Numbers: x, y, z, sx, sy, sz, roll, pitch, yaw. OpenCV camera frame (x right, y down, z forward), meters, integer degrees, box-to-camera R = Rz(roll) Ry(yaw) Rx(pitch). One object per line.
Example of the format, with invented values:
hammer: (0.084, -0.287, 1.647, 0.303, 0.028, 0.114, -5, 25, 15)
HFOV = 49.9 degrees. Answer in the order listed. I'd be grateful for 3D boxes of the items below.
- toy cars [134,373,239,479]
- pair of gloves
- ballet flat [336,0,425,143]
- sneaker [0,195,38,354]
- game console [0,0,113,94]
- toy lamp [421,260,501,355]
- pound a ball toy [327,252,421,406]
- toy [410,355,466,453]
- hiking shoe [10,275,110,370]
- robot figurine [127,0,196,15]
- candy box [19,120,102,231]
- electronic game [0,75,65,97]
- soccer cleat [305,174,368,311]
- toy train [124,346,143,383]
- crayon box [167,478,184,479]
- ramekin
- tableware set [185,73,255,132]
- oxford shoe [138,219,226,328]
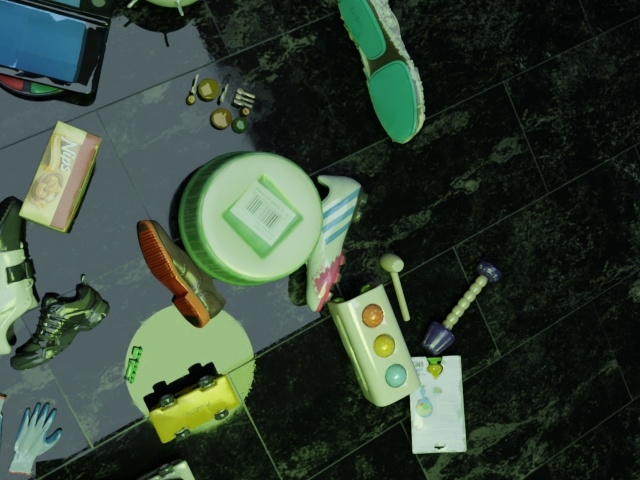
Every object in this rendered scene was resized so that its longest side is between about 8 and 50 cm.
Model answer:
toy cars: (-0.329, 0.461, 1.533, 0.177, 0.087, 0.393, 26, 85, -17)
pair of gloves: (-0.655, 0.409, 1.449, 0.198, 0.023, 0.159, 20, 84, -17)
ballet flat: (0.175, -0.447, 1.683, 0.147, 0.147, 0.408, -24, 99, -18)
sneaker: (-0.647, 0.077, 1.414, 0.146, 0.122, 0.330, 20, 82, -36)
game console: (-0.568, -0.463, 1.357, 0.293, 0.250, 0.173, 10, 52, -19)
toy lamp: (0.358, 0.175, 1.771, 0.080, 0.080, 0.274, 42, 76, -15)
pound a ball toy: (0.162, 0.212, 1.672, 0.208, 0.136, 0.319, -23, 98, -17)
toy: (0.293, 0.415, 1.756, 0.137, 0.056, 0.237, -1, 83, -3)
hiking shoe: (-0.566, 0.175, 1.449, 0.227, 0.086, 0.114, -40, 104, -25)
robot figurine: (-0.313, -0.656, 1.467, 0.300, 0.200, 0.353, 11, 86, 21)
candy box: (-0.504, -0.112, 1.343, 0.088, 0.316, 0.182, 21, 83, -18)
electronic game: (-0.603, -0.416, 1.449, 0.229, 0.048, 0.229, 0, 91, -20)
soccer cleat: (0.000, 0.000, 1.640, 0.143, 0.116, 0.331, 19, 82, -2)
toy train: (-0.417, 0.278, 1.534, 0.024, 0.017, 0.083, 16, 85, -9)
crayon box: (-0.424, 0.701, 1.405, 0.313, 0.106, 0.362, -3, 90, -19)
ramekin: (-0.142, -0.049, 1.474, 0.304, 0.148, 0.303, 0, 89, -20)
tableware set: (-0.233, -0.313, 1.593, 0.154, 0.024, 0.103, 17, 88, -20)
oxford shoe: (-0.311, 0.061, 1.543, 0.098, 0.097, 0.271, -39, 107, -35)
